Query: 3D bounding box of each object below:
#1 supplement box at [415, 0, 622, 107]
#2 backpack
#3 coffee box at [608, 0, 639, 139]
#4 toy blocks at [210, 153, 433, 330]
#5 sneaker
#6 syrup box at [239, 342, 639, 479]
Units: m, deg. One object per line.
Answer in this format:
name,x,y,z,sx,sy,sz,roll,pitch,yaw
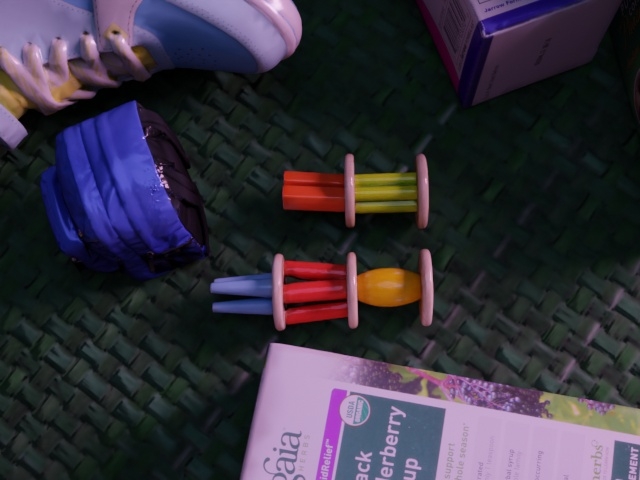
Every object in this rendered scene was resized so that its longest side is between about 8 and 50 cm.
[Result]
supplement box,0.117,-0.229,0.680,0.114,0.111,0.220,-21,74,-5
backpack,-0.130,-0.026,0.619,0.101,0.120,0.098,-24,75,-6
coffee box,0.248,-0.099,0.637,0.040,0.113,0.184,-9,71,0
toy blocks,0.000,0.000,0.643,0.148,0.054,0.123,-1,74,1
sneaker,-0.185,-0.113,0.648,0.319,0.127,0.208,14,72,15
syrup box,0.074,0.135,0.579,0.237,0.096,0.093,10,74,3
